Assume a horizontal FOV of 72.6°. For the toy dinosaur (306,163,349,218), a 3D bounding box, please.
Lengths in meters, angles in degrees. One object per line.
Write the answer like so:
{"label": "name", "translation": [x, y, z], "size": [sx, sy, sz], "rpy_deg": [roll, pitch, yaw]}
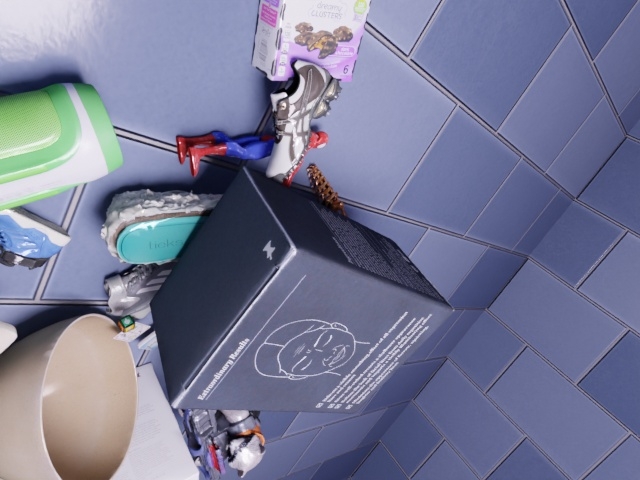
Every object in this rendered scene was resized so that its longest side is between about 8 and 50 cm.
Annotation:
{"label": "toy dinosaur", "translation": [0.000, 0.000, 0.982], "size": [0.218, 0.164, 0.321], "rpy_deg": [-22, 95, -28]}

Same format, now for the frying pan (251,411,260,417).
{"label": "frying pan", "translation": [-0.157, 0.418, 1.300], "size": [0.197, 0.053, 0.326], "rpy_deg": [-26, 139, -22]}

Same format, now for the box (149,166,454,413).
{"label": "box", "translation": [-0.025, 0.113, 0.735], "size": [0.395, 0.212, 0.293], "rpy_deg": [23, 113, -43]}

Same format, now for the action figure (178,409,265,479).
{"label": "action figure", "translation": [-0.220, 0.336, 0.931], "size": [0.179, 0.330, 0.341], "rpy_deg": [-22, 138, -29]}

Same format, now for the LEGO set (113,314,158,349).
{"label": "LEGO set", "translation": [-0.294, 0.160, 0.857], "size": [0.182, 0.060, 0.244], "rpy_deg": [-37, 165, -11]}

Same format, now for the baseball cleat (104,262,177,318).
{"label": "baseball cleat", "translation": [-0.320, 0.066, 0.795], "size": [0.109, 0.072, 0.206], "rpy_deg": [19, 110, -51]}

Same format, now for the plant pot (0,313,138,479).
{"label": "plant pot", "translation": [-0.466, 0.279, 0.738], "size": [0.191, 0.284, 0.284], "rpy_deg": [-9, 139, 3]}

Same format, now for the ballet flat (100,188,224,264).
{"label": "ballet flat", "translation": [-0.162, -0.042, 0.768], "size": [0.409, 0.147, 0.147], "rpy_deg": [0, 125, -32]}

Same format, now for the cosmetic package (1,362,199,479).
{"label": "cosmetic package", "translation": [-0.466, 0.429, 0.830], "size": [0.377, 0.284, 0.097], "rpy_deg": [-14, 137, -34]}

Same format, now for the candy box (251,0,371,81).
{"label": "candy box", "translation": [-0.009, -0.357, 0.680], "size": [0.165, 0.070, 0.196], "rpy_deg": [-14, 134, -34]}

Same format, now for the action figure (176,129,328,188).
{"label": "action figure", "translation": [-0.105, -0.136, 0.789], "size": [0.280, 0.091, 0.139], "rpy_deg": [-18, 130, -29]}

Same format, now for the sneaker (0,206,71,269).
{"label": "sneaker", "translation": [-0.445, -0.008, 0.617], "size": [0.084, 0.058, 0.152], "rpy_deg": [-50, 150, -7]}

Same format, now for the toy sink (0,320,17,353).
{"label": "toy sink", "translation": [-0.562, 0.134, 0.586], "size": [0.234, 0.131, 0.153], "rpy_deg": [-42, 144, 5]}

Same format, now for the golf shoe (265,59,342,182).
{"label": "golf shoe", "translation": [-0.053, -0.189, 0.694], "size": [0.094, 0.077, 0.198], "rpy_deg": [24, 99, -30]}

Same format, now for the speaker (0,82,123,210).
{"label": "speaker", "translation": [-0.404, -0.098, 0.512], "size": [0.297, 0.131, 0.131], "rpy_deg": [-24, 139, -25]}
